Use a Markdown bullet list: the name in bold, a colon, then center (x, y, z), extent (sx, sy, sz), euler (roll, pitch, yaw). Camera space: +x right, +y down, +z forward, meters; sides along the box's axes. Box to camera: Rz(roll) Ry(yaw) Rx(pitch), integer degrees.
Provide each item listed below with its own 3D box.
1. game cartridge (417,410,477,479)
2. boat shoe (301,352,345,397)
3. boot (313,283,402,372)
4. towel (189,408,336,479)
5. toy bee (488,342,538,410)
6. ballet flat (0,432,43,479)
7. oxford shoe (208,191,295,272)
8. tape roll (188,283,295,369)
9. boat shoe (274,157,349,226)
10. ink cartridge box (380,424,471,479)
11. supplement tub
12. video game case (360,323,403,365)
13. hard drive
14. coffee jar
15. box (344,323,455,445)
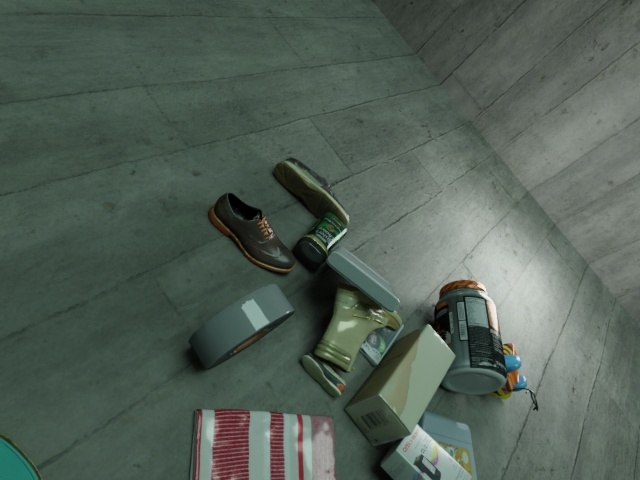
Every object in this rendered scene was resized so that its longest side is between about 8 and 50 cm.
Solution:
- **game cartridge**: center (0.317, 0.600, 1.179), extent (0.198, 0.062, 0.297), euler (28, 46, -27)
- **boat shoe**: center (0.009, 0.324, 1.131), extent (0.137, 0.049, 0.043), euler (47, 45, -5)
- **boot**: center (0.102, 0.248, 1.201), extent (0.262, 0.095, 0.203), euler (36, 72, -44)
- **towel**: center (-0.103, 0.471, 0.942), extent (0.329, 0.037, 0.236), euler (17, 50, -30)
- **toy bee**: center (0.558, 0.420, 1.449), extent (0.298, 0.162, 0.195), euler (12, 64, -72)
- **ballet flat**: center (-0.540, 0.306, 0.649), extent (0.348, 0.123, 0.123), euler (44, 42, -10)
- **oxford shoe**: center (-0.165, -0.017, 1.203), extent (0.271, 0.098, 0.096), euler (38, 43, -11)
- **tape roll**: center (-0.163, 0.181, 0.971), extent (0.219, 0.219, 0.072), euler (-23, 75, -46)
- **boat shoe**: center (-0.013, -0.155, 1.431), extent (0.285, 0.103, 0.092), euler (40, 47, 0)
- **ink cartridge box**: center (0.243, 0.531, 1.062), extent (0.175, 0.072, 0.127), euler (41, 29, 17)
- **supplement tub**: center (0.451, 0.290, 1.412), extent (0.194, 0.193, 0.315), euler (28, 46, -21)
- **video game case**: center (0.144, 0.237, 1.326), extent (0.173, 0.022, 0.190), euler (49, 42, 1)
- **hard drive**: center (0.114, 0.093, 1.244), extent (0.203, 0.040, 0.307), euler (38, 5, 3)
- **coffee jar**: center (0.000, 0.000, 1.341), extent (0.096, 0.079, 0.184), euler (44, 43, -4)
- **box**: center (0.215, 0.367, 1.199), extent (0.121, 0.148, 0.311), euler (50, 41, 3)
